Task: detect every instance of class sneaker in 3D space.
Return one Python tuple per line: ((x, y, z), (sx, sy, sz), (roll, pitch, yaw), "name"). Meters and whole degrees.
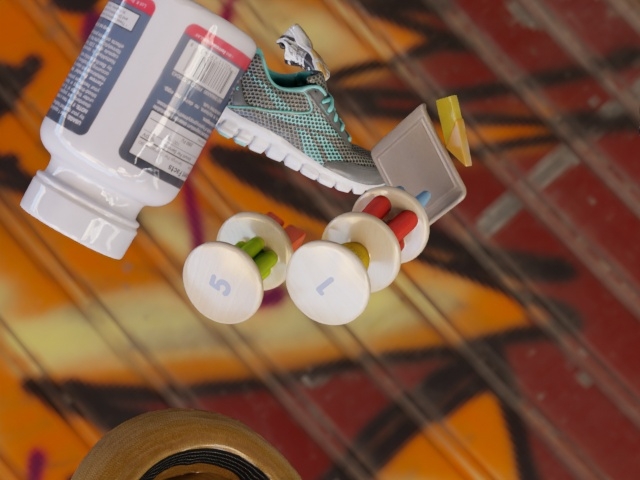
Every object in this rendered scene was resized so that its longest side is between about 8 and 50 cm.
((-0.019, -0.198, 1.781), (0.032, 0.037, 0.083), (44, -167, -54), "sneaker")
((-0.008, -0.093, 1.262), (0.166, 0.076, 0.065), (24, -164, -23), "sneaker")

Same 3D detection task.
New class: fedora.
((-0.082, 0.196, 0.967), (0.194, 0.194, 0.079), (49, 136, 2), "fedora")

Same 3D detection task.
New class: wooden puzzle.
((0.067, -0.047, 1.090), (0.116, 0.014, 0.078), (-30, 76, 52), "wooden puzzle")

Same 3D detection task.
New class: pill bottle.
((-0.132, -0.084, 1.133), (0.108, 0.180, 0.108), (29, -179, 0), "pill bottle")

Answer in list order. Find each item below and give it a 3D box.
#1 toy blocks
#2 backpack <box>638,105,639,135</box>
((0.000, 0.000, 1.011), (0.123, 0.148, 0.054), (0, 110, 25), "toy blocks")
((0.414, -0.135, 0.968), (0.273, 0.290, 0.355), (31, 166, -23), "backpack")
